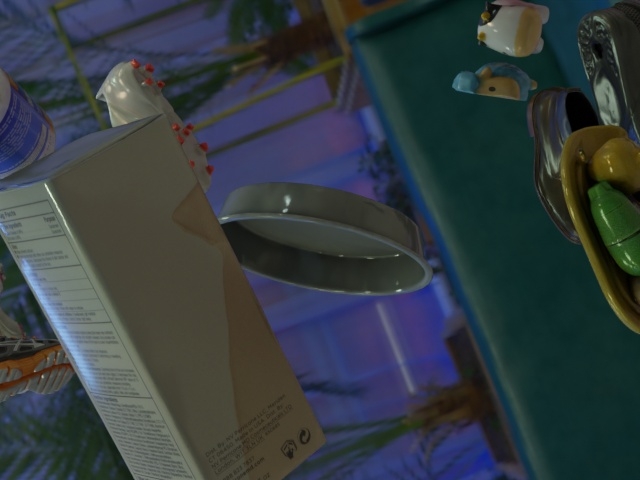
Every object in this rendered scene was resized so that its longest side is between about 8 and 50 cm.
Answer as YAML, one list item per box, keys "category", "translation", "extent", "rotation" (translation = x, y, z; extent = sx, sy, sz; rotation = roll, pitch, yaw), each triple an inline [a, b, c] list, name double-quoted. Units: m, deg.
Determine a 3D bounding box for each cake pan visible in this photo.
- category: "cake pan"
  translation: [0.000, 0.000, 1.528]
  extent: [0.293, 0.293, 0.054]
  rotation: [91, -170, -72]

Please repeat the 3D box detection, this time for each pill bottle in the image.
- category: "pill bottle"
  translation: [-0.526, -0.196, 1.868]
  extent: [0.272, 0.152, 0.152]
  rotation: [60, -174, -68]

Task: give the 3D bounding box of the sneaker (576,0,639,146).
- category: "sneaker"
  translation: [0.340, -0.134, 1.220]
  extent: [0.087, 0.130, 0.228]
  rotation: [18, 126, 63]

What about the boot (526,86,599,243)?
- category: "boot"
  translation: [0.338, -0.103, 1.638]
  extent: [0.106, 0.082, 0.219]
  rotation: [160, 94, -78]

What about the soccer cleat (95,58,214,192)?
- category: "soccer cleat"
  translation: [-0.186, -0.118, 1.374]
  extent: [0.068, 0.076, 0.196]
  rotation: [11, -138, -58]

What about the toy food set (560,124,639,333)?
- category: "toy food set"
  translation: [0.274, 0.002, 0.985]
  extent: [0.128, 0.071, 0.218]
  rotation: [-31, -82, -52]

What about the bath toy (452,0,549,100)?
- category: "bath toy"
  translation: [0.272, -0.376, 1.709]
  extent: [0.151, 0.129, 0.348]
  rotation: [-129, 47, -70]

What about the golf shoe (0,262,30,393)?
- category: "golf shoe"
  translation: [-0.519, 0.091, 1.758]
  extent: [0.115, 0.140, 0.306]
  rotation: [-24, 87, 63]

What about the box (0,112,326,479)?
- category: "box"
  translation: [-0.137, 0.065, 1.008]
  extent: [0.148, 0.121, 0.311]
  rotation: [-3, 116, 54]

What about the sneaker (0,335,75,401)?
- category: "sneaker"
  translation: [-0.411, 0.163, 1.672]
  extent: [0.083, 0.084, 0.215]
  rotation: [38, -157, 27]
